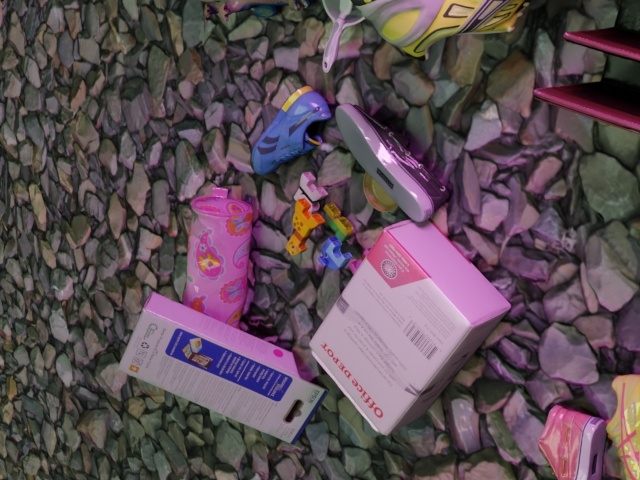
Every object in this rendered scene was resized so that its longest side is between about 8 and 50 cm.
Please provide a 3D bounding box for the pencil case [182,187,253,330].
[{"bbox_3d":[-0.197,0.050,1.830,0.124,0.124,0.284,23,116,38],"label":"pencil case"}]

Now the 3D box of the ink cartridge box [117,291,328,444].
[{"bbox_3d":[-0.181,0.244,1.816,0.371,0.069,0.176,26,126,-5],"label":"ink cartridge box"}]

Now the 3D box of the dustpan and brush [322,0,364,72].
[{"bbox_3d":[0.044,-0.366,1.513,0.147,0.060,0.211,31,121,34],"label":"dustpan and brush"}]

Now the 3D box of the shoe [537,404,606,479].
[{"bbox_3d":[0.362,0.331,1.413,0.081,0.063,0.178,17,108,41],"label":"shoe"}]

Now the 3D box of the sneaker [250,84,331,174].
[{"bbox_3d":[-0.051,-0.168,1.658,0.082,0.069,0.209,52,131,15],"label":"sneaker"}]

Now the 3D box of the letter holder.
[{"bbox_3d":[0.422,-0.198,1.091,0.302,0.214,0.152,26,119,36],"label":"letter holder"}]

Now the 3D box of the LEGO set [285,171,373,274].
[{"bbox_3d":[0.000,0.000,1.644,0.227,0.087,0.093,52,131,22],"label":"LEGO set"}]

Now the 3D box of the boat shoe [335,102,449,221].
[{"bbox_3d":[0.115,-0.134,1.505,0.228,0.076,0.080,50,158,19],"label":"boat shoe"}]

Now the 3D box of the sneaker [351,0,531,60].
[{"bbox_3d":[0.225,-0.340,1.160,0.384,0.145,0.147,-14,135,36],"label":"sneaker"}]

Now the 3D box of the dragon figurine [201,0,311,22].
[{"bbox_3d":[-0.123,-0.419,1.640,0.289,0.144,0.085,22,120,60],"label":"dragon figurine"}]

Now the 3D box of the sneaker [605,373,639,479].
[{"bbox_3d":[0.434,0.276,1.323,0.094,0.081,0.208,11,103,49],"label":"sneaker"}]

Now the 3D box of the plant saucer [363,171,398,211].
[{"bbox_3d":[0.105,-0.088,1.567,0.083,0.015,0.083,13,110,40],"label":"plant saucer"}]

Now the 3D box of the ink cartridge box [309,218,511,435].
[{"bbox_3d":[0.133,0.137,1.534,0.207,0.117,0.283,49,130,22],"label":"ink cartridge box"}]
